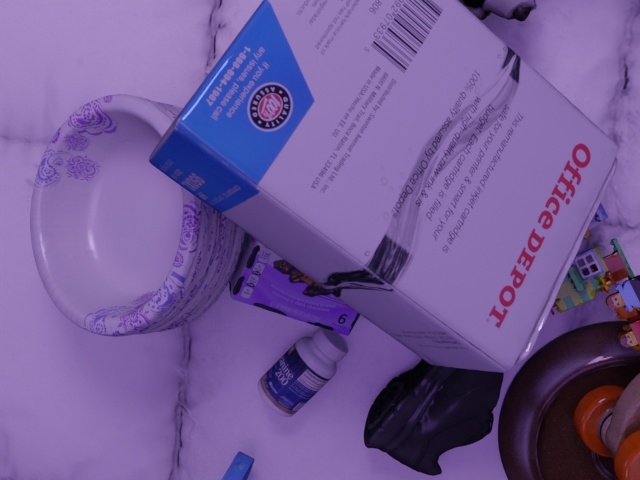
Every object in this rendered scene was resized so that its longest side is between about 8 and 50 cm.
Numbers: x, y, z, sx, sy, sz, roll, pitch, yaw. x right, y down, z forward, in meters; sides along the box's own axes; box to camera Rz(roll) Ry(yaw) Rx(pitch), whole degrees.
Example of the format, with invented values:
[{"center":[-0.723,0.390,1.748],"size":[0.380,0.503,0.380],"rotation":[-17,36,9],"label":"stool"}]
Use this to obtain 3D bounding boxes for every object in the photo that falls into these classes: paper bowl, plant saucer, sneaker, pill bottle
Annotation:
[{"center":[-0.213,-0.028,0.905],"size":[0.284,0.148,0.284],"rotation":[0,90,32],"label":"paper bowl"},{"center":[0.383,0.257,0.918],"size":[0.310,0.050,0.311],"rotation":[1,97,10],"label":"plant saucer"},{"center":[0.181,0.180,0.925],"size":[0.130,0.109,0.286],"rotation":[37,110,-7],"label":"sneaker"},{"center":[-0.022,0.171,0.966],"size":[0.067,0.067,0.120],"rotation":[44,103,2],"label":"pill bottle"}]

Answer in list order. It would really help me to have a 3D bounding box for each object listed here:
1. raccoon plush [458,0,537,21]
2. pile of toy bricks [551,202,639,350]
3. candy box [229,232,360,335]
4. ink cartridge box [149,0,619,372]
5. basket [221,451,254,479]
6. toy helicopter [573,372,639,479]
[{"center":[0.166,-0.455,0.827],"size":[0.299,0.216,0.446],"rotation":[-29,63,26],"label":"raccoon plush"},{"center":[0.311,0.049,0.859],"size":[0.105,0.118,0.212],"rotation":[-26,83,13],"label":"pile of toy bricks"},{"center":[0.000,0.000,0.894],"size":[0.164,0.070,0.196],"rotation":[20,111,-19],"label":"candy box"},{"center":[0.074,-0.087,0.755],"size":[0.395,0.166,0.285],"rotation":[37,72,-14],"label":"ink cartridge box"},{"center":[-0.177,0.445,0.940],"size":[0.201,0.255,0.289],"rotation":[29,113,7],"label":"basket"},{"center":[0.480,0.272,0.832],"size":[0.235,0.140,0.355],"rotation":[-37,101,4],"label":"toy helicopter"}]
